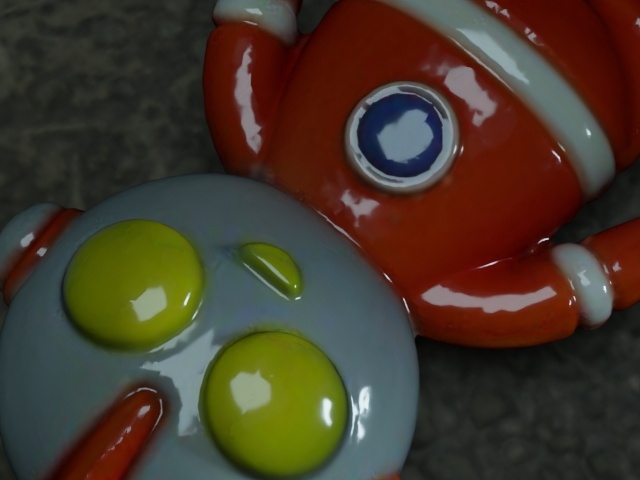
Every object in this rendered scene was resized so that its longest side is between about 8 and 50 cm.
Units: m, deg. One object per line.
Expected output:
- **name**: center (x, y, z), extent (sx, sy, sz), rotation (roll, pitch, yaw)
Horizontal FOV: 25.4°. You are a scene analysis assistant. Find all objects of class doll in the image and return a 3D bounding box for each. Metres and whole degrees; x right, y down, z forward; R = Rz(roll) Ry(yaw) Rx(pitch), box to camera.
- **doll**: center (0.000, 0.000, 0.485), extent (0.200, 0.105, 0.336), rotation (41, 75, 9)
